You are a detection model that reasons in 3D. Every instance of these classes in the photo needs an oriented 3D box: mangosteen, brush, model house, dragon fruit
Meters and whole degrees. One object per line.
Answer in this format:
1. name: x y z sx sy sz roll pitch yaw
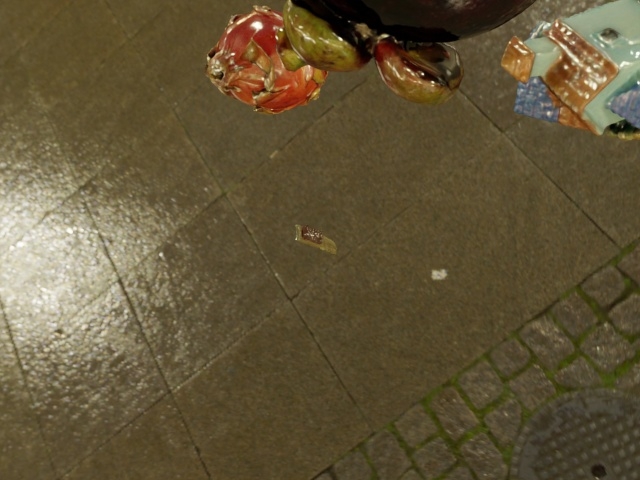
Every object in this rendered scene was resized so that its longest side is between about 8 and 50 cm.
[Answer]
1. mangosteen: 0.094 -0.368 0.769 0.382 0.382 0.435 39 114 31
2. brush: 0.000 0.000 1.627 0.036 0.248 0.043 -6 78 21
3. model house: 0.525 -0.315 1.341 0.329 0.252 0.295 -15 50 -16
4. dragon fruit: -0.115 -0.400 1.472 0.250 0.314 0.251 17 109 58
